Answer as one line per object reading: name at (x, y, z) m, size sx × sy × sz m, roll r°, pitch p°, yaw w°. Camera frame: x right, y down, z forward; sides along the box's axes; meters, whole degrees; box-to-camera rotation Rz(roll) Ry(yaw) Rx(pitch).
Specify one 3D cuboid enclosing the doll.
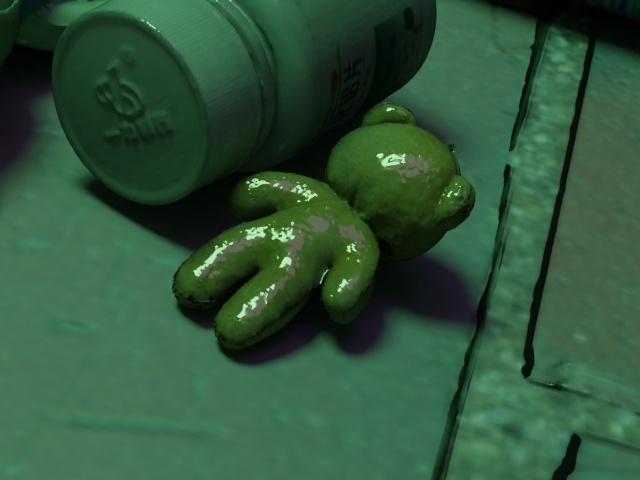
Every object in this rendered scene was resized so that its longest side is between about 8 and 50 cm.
doll at (0.001, -0.006, 0.462) m, size 0.093 × 0.051 × 0.061 m, roll -21°, pitch 54°, yaw -37°

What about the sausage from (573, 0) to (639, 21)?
sausage at (0.078, -0.185, 0.670) m, size 0.317 × 0.117 × 0.125 m, roll 20°, pitch 75°, yaw 9°

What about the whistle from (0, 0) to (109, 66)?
whistle at (-0.123, -0.101, 0.536) m, size 0.114 × 0.077 × 0.236 m, roll 45°, pitch 31°, yaw -7°

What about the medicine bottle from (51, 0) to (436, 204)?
medicine bottle at (-0.024, -0.066, 0.511) m, size 0.080 × 0.080 × 0.130 m, roll 29°, pitch 39°, yaw 21°
